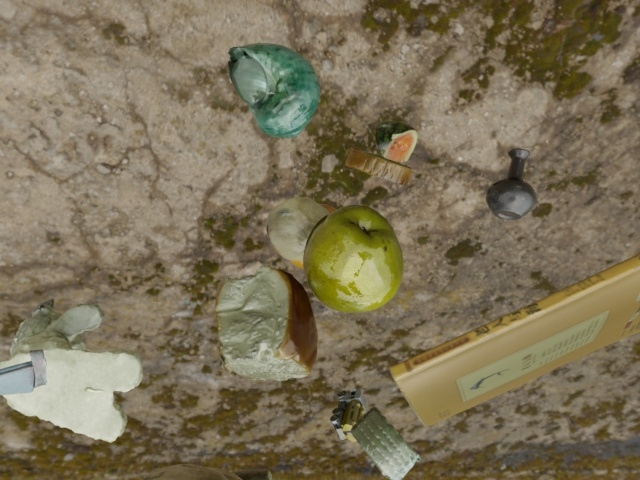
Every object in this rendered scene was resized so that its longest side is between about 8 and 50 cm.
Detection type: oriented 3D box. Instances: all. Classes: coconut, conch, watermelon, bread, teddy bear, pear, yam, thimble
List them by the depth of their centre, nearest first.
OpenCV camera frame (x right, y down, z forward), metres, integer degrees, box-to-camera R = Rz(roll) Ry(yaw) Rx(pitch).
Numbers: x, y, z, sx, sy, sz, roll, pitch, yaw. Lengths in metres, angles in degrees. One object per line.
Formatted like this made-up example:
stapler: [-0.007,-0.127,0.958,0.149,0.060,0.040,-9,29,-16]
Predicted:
thimble: [0.103,0.329,0.719,0.062,0.110,0.084,-41,146,-9]
conch: [-0.087,-0.305,0.936,0.134,0.196,0.203,-31,131,-40]
bread: [-0.122,0.220,1.141,0.224,0.250,0.279,-13,151,8]
teddy bear: [-0.649,0.311,1.175,0.375,0.362,0.328,18,89,-13]
yam: [-0.282,0.653,1.181,0.317,0.067,0.071,-7,164,1]
pear: [0.084,0.056,1.187,0.293,0.294,0.294,-3,131,-4]
coconut: [-0.074,-0.039,1.448,0.224,0.224,0.224,-3,131,-4]
bread: [0.204,-0.258,1.551,0.236,0.236,0.070,15,104,-18]
watermelon: [0.322,-0.411,1.781,0.128,0.159,0.303,-14,177,27]

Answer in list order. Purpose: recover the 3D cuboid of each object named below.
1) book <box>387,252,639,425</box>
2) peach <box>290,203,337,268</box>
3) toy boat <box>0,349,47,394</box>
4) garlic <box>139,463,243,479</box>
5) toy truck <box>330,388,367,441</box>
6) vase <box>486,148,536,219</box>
book: [0.294,0.141,0.604,0.388,0.032,0.269,-25,142,3]
peach: [-0.004,0.002,1.859,0.288,0.289,0.308,-29,157,18]
toy boat: [-0.484,0.214,0.671,0.122,0.034,0.096,-14,136,-41]
garlic: [-0.266,0.567,0.900,0.313,0.249,0.286,-35,127,6]
toy truck: [0.064,0.369,0.945,0.062,0.123,0.052,-18,104,20]
vase: [0.498,-0.148,1.146,0.120,0.183,0.120,17,167,4]
